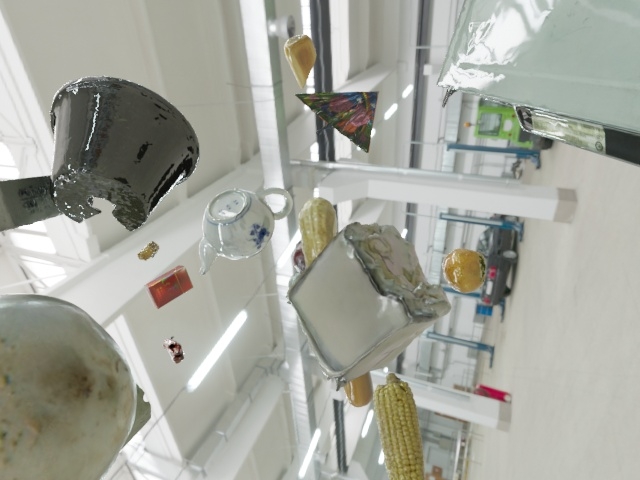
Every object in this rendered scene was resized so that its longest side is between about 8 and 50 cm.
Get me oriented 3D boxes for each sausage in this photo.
[{"bbox_3d":[0.111,0.420,1.474,0.112,0.111,0.329,-24,-80,-67],"label":"sausage"}]

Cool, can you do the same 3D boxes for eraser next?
[{"bbox_3d":[-0.724,-0.097,1.033,0.352,0.077,0.112,-104,5,-77],"label":"eraser"}]

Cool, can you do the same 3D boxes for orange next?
[{"bbox_3d":[0.482,0.096,1.394,0.154,0.134,0.155,26,-134,-31],"label":"orange"}]

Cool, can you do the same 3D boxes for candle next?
[{"bbox_3d":[-0.648,0.471,1.838,0.059,0.301,0.085,8,-97,-28],"label":"candle"}]

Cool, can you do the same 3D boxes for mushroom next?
[{"bbox_3d":[-0.346,0.191,0.468,0.243,0.243,0.244,9,-90,-70],"label":"mushroom"}]

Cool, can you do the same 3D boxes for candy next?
[{"bbox_3d":[0.067,0.093,0.614,0.137,0.185,0.195,7,-48,-47],"label":"candy"}]

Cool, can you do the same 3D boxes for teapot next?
[{"bbox_3d":[-0.275,-0.039,1.491,0.423,0.252,0.280,-38,-38,-13],"label":"teapot"}]

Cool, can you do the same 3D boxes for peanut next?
[{"bbox_3d":[0.000,0.000,1.423,0.147,0.146,0.306,51,-151,-64],"label":"peanut"}]

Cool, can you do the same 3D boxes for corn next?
[{"bbox_3d":[0.216,0.523,1.133,0.119,0.118,0.322,67,-169,-56],"label":"corn"}]

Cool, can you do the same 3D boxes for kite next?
[{"bbox_3d":[0.080,-0.360,1.203,0.321,0.233,0.016,28,-131,-37],"label":"kite"}]

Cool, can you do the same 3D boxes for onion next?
[{"bbox_3d":[-0.028,0.097,1.720,0.173,0.135,0.199,-17,-66,-51],"label":"onion"}]

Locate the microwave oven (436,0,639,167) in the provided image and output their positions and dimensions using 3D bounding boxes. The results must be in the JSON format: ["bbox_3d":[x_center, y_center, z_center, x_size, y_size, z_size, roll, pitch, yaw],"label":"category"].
[{"bbox_3d":[0.303,-0.210,0.346,0.355,0.218,0.287,-117,37,-63],"label":"microwave oven"}]

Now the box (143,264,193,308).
[{"bbox_3d":[-0.631,0.192,1.756,0.175,0.048,0.113,-35,-56,-35],"label":"box"}]

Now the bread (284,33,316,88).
[{"bbox_3d":[-0.037,-0.380,0.885,0.062,0.049,0.103,-33,-38,-1],"label":"bread"}]

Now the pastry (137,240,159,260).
[{"bbox_3d":[-0.682,0.042,1.668,0.080,0.056,0.140,-49,9,-9],"label":"pastry"}]

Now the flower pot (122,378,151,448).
[{"bbox_3d":[-0.628,0.514,1.147,0.259,0.289,0.291,-40,-44,-59],"label":"flower pot"}]

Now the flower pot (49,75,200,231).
[{"bbox_3d":[-0.517,-0.188,1.053,0.380,0.378,0.251,73,-164,-51],"label":"flower pot"}]

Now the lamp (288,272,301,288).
[{"bbox_3d":[-0.091,0.191,1.826,0.105,0.105,0.105,9,-90,-70],"label":"lamp"}]
